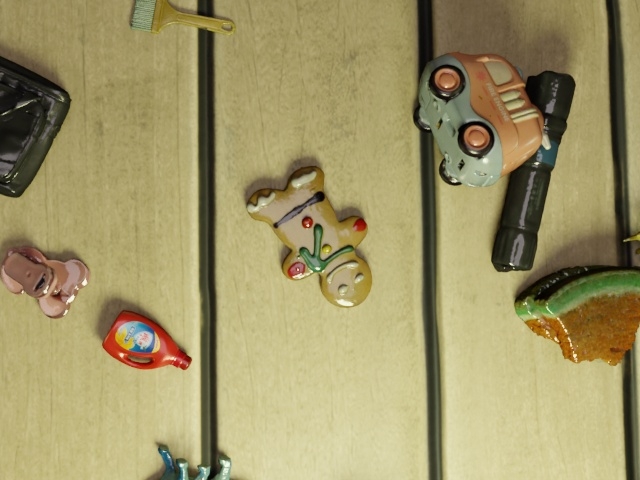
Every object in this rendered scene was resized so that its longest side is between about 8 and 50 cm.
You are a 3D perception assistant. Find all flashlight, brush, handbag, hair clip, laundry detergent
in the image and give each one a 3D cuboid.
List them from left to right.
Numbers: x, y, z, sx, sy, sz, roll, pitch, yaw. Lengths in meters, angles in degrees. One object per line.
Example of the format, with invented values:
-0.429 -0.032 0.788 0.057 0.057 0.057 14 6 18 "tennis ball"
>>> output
-0.640 -0.234 1.380 0.275 0.088 0.244 25 80 -4 "handbag"
-0.528 0.072 1.401 0.138 0.102 0.123 22 81 27 "hair clip"
-0.327 0.206 1.409 0.165 0.049 0.097 30 90 -6 "laundry detergent"
-0.272 -0.444 1.476 0.205 0.011 0.083 10 84 -8 "brush"
0.436 -0.137 1.517 0.103 0.103 0.423 13 87 -7 "flashlight"

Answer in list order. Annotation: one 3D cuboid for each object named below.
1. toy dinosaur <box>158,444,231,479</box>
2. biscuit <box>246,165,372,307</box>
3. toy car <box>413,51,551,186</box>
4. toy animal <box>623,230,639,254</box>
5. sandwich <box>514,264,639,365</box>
-0.241 0.464 1.394 0.329 0.076 0.144 -2 94 -5 "toy dinosaur"
0.000 0.000 1.469 0.197 0.049 0.301 -32 92 -6 "biscuit"
0.319 -0.248 1.446 0.212 0.180 0.270 -22 77 -10 "toy car"
0.693 0.010 1.530 0.155 0.095 0.219 -14 50 -8 "toy animal"
0.546 0.146 1.501 0.292 0.109 0.212 6 85 -8 "sandwich"
